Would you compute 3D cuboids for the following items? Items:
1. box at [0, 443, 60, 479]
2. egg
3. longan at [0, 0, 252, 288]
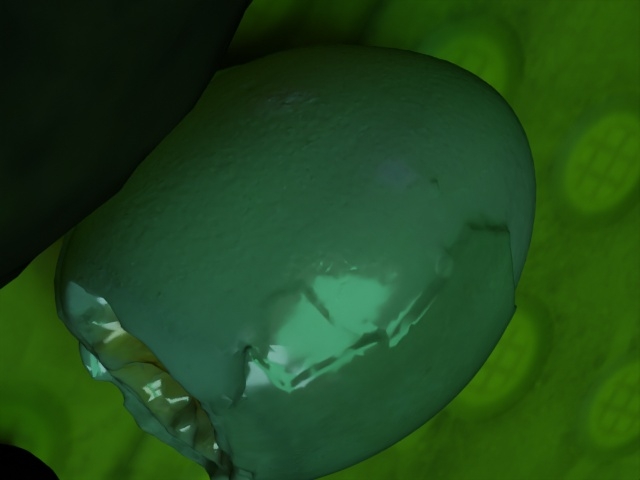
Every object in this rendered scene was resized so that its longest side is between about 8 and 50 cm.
[{"bbox_3d":[-0.230,0.211,0.836,0.168,0.071,0.259,9,108,-37],"label":"box"},{"bbox_3d":[0.000,0.000,0.815,0.217,0.183,0.183,-45,134,-20],"label":"egg"},{"bbox_3d":[-0.191,-0.141,0.453,0.391,0.391,0.391,-18,125,-27],"label":"longan"}]
